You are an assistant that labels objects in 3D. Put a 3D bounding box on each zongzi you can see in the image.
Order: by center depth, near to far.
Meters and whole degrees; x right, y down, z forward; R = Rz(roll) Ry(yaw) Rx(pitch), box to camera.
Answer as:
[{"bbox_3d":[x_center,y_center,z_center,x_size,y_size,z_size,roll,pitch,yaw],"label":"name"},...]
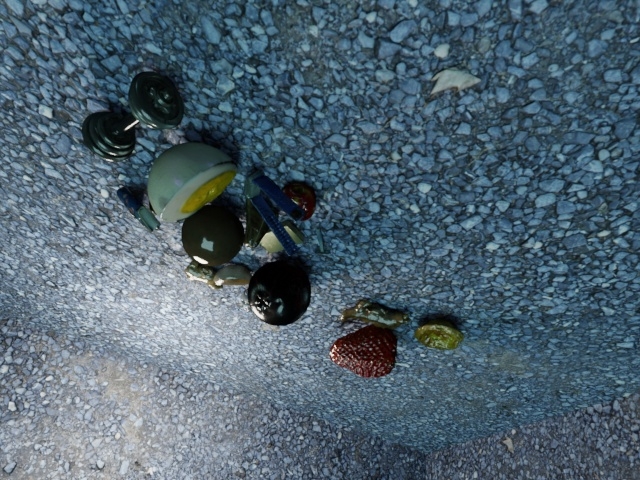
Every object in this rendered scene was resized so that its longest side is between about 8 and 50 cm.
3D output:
[{"bbox_3d":[-0.273,-0.078,1.646,0.084,0.187,0.184,1,144,50],"label":"zongzi"}]

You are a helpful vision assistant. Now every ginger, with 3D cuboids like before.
[{"bbox_3d":[0.271,0.362,2.109,0.332,0.080,0.166,14,127,9],"label":"ginger"},{"bbox_3d":[-0.559,0.176,2.119,0.213,0.074,0.137,34,142,-17],"label":"ginger"}]

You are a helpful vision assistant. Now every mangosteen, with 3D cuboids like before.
[{"bbox_3d":[-0.168,0.228,1.929,0.299,0.301,0.301,8,141,6],"label":"mangosteen"}]

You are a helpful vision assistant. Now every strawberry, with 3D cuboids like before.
[{"bbox_3d":[0.216,0.580,2.217,0.350,0.268,0.312,-2,147,-10],"label":"strawberry"}]

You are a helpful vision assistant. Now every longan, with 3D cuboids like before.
[{"bbox_3d":[-0.421,-0.022,1.701,0.257,0.258,0.258,8,141,6],"label":"longan"}]

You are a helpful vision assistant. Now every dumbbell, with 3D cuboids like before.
[{"bbox_3d":[-0.596,-0.382,1.366,0.405,0.179,0.179,-18,132,32],"label":"dumbbell"}]

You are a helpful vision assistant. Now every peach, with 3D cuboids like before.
[{"bbox_3d":[-0.081,-0.131,1.593,0.127,0.093,0.172,0,137,11],"label":"peach"}]

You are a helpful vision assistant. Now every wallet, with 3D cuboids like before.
[{"bbox_3d":[-0.732,-0.121,1.736,0.202,0.059,0.141,33,157,36],"label":"wallet"}]

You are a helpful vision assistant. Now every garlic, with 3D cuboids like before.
[{"bbox_3d":[-0.419,0.167,2.042,0.195,0.087,0.102,-6,134,1],"label":"garlic"}]

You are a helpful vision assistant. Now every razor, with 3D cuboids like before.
[{"bbox_3d":[0.000,0.000,1.781,0.068,0.040,0.135,2,133,13],"label":"razor"}]

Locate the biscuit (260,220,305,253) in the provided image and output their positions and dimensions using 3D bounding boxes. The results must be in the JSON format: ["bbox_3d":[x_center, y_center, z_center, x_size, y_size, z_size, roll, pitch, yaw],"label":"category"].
[{"bbox_3d":[-0.174,-0.012,1.806,0.199,0.041,0.121,-18,134,34],"label":"biscuit"}]

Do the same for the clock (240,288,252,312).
[{"bbox_3d":[-0.365,0.313,2.224,0.117,0.080,0.176,-1,141,18],"label":"clock"}]

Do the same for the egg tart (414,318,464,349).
[{"bbox_3d":[0.579,0.451,2.103,0.240,0.106,0.241,10,142,8],"label":"egg tart"}]

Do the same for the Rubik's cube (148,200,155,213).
[{"bbox_3d":[-0.630,-0.150,1.725,0.093,0.111,0.111,8,151,-40],"label":"Rubik's cube"}]

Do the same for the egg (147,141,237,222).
[{"bbox_3d":[-0.459,-0.222,1.461,0.201,0.337,0.337,49,137,3],"label":"egg"}]

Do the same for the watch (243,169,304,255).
[{"bbox_3d":[-0.170,-0.105,1.578,0.274,0.068,0.276,42,153,14],"label":"watch"}]
